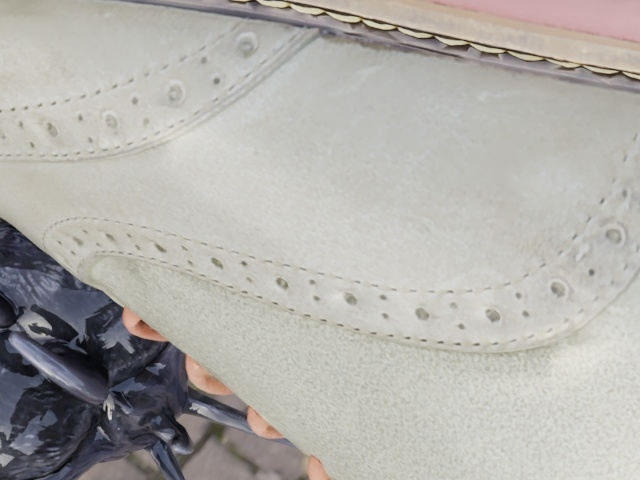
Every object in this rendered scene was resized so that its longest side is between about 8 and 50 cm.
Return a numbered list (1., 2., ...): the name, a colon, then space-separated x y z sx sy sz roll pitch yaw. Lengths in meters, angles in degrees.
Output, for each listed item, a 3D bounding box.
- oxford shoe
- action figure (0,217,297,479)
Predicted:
1. oxford shoe: 0.000 0.000 0.390 0.397 0.140 0.147 6 100 28
2. action figure: -0.125 -0.015 0.568 0.275 0.141 0.164 40 97 -21
